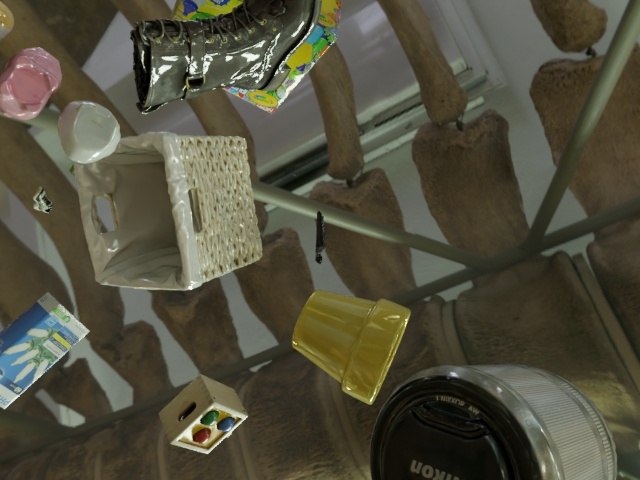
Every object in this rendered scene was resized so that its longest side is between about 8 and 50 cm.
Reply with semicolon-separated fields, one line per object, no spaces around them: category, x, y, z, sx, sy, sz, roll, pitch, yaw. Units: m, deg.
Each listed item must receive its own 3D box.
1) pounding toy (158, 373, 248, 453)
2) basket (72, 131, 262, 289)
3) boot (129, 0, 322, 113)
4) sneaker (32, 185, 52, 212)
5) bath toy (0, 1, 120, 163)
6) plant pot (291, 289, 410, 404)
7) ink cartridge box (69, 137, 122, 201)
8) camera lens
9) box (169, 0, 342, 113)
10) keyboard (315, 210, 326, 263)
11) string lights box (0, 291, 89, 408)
pounding toy;-0.253;0.421;1.146;0.181;0.206;0.094;-43;-132;0
basket;-0.343;-0.077;1.187;0.332;0.266;0.328;0;-78;35
boot;-0.132;-0.275;0.677;0.091;0.229;0.263;57;-37;22
sneaker;-0.601;-0.088;1.117;0.083;0.037;0.031;-42;-157;56
bath toy;-0.474;-0.256;0.798;0.129;0.348;0.151;1;-123;49
plant pot;0.069;0.243;1.285;0.239;0.254;0.253;21;-91;14
ink cartridge box;-0.685;-0.234;1.731;0.255;0.097;0.188;36;-85;13
camera lens;0.211;0.261;0.618;0.219;0.274;0.219;-12;-107;42
box;-0.150;-0.472;1.098;0.279;0.290;0.177;-35;-139;49
keyboard;0.000;0.000;1.138;0.023;0.180;0.108;2;-95;0
string lights box;-0.730;0.270;1.275;0.077;0.133;0.259;25;-118;36
